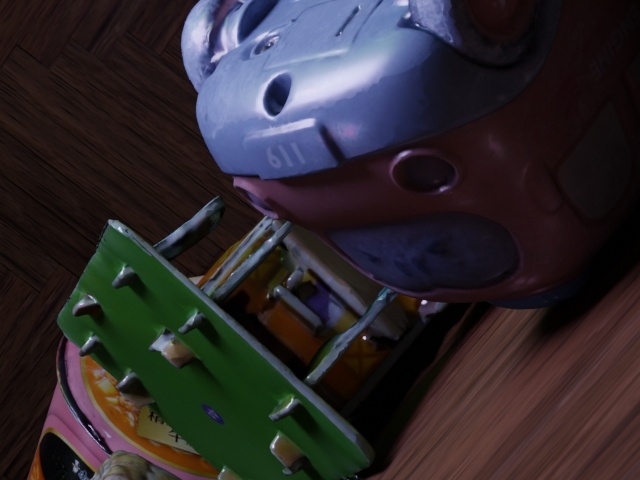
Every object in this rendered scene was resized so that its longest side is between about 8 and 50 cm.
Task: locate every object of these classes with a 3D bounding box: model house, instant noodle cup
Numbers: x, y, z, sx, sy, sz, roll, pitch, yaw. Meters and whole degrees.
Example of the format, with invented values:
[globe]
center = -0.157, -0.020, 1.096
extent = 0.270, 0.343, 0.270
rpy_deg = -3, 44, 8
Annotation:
[model house]
center = 0.000, 0.000, 1.284
extent = 0.313, 0.242, 0.357
rpy_deg = -51, 0, -20
[instant noodle cup]
center = -0.157, 0.216, 1.534
extent = 0.255, 0.244, 0.244
rpy_deg = -62, -3, 32

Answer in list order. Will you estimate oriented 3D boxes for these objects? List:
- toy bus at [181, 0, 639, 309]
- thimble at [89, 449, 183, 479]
[toy bus]
center = 0.091, -0.089, 0.939
extent = 0.197, 0.231, 0.294
rpy_deg = -9, 35, 45
[thimble]
center = -0.108, 0.222, 1.085
extent = 0.137, 0.143, 0.190
rpy_deg = -52, 2, 9
